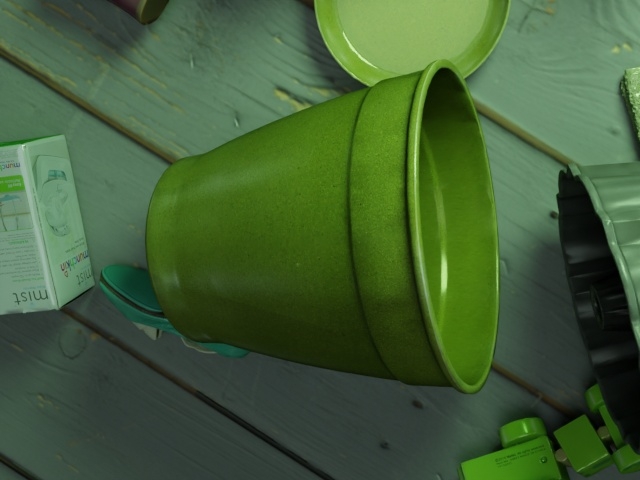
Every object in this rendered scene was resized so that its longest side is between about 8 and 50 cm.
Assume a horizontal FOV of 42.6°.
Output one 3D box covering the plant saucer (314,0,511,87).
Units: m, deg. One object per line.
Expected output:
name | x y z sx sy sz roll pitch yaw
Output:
plant saucer | 0.113 -0.302 1.018 0.241 0.037 0.240 3 104 10

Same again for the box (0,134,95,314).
box | -0.479 -0.014 1.148 0.262 0.127 0.231 -7 103 11

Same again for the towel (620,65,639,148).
towel | 0.436 -0.152 1.001 0.110 0.027 0.148 -17 100 14

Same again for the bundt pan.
bundt pan | 0.368 0.063 0.914 0.124 0.331 0.330 -12 101 7

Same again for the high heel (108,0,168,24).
high heel | -0.204 -0.467 0.996 0.181 0.127 0.377 35 102 8

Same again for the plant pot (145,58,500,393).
plant pot | 0.000 0.000 0.974 0.353 0.366 0.366 -6 103 23

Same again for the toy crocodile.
toy crocodile | 0.344 0.278 1.088 0.341 0.105 0.115 -28 55 16

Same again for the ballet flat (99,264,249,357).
ballet flat | -0.204 0.111 1.155 0.247 0.083 0.087 17 120 8
